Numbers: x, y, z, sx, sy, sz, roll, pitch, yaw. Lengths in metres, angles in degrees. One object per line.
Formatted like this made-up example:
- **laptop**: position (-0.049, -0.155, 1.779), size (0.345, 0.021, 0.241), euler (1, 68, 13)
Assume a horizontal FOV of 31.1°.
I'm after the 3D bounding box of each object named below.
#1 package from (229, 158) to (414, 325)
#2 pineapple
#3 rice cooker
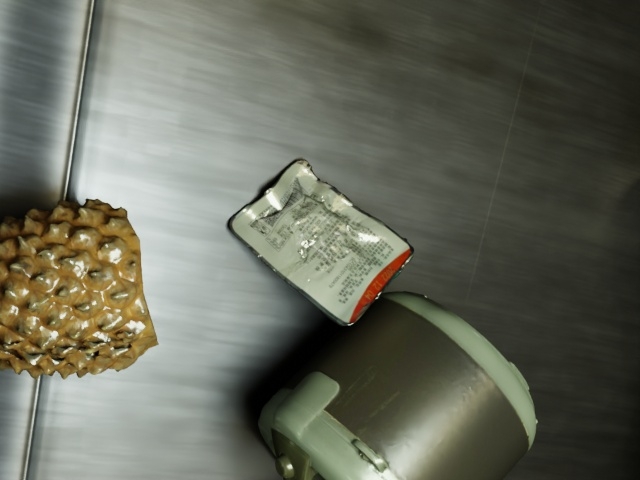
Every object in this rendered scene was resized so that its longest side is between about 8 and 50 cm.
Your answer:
- **package**: position (0.000, 0.000, 1.623), size (0.232, 0.040, 0.166), euler (39, 69, 8)
- **pineapple**: position (-0.387, 0.079, 1.377), size (0.357, 0.223, 0.223), euler (-13, 104, -20)
- **rice cooker**: position (0.097, 0.274, 1.611), size (0.325, 0.335, 0.335), euler (-45, 116, -17)
